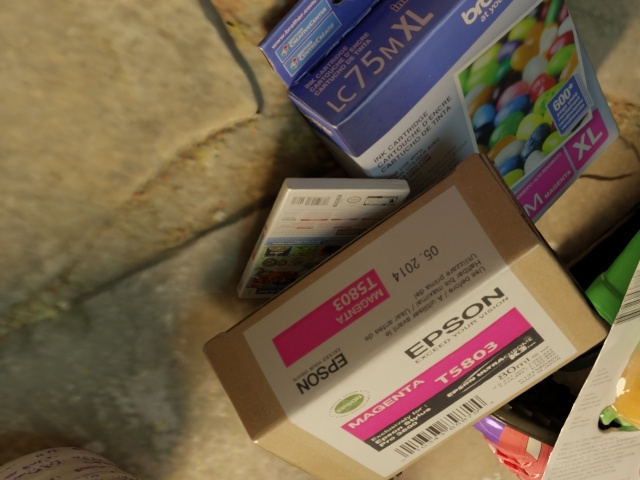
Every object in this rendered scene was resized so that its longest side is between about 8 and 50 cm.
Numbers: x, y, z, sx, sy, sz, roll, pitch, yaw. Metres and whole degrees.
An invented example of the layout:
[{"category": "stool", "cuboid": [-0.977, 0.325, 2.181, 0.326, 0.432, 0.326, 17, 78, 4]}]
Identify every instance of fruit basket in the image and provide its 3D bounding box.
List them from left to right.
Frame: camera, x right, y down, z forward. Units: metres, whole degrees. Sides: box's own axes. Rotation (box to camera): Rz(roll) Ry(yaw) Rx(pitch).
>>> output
[{"category": "fruit basket", "cuboid": [0.318, 0.117, 1.170, 0.327, 0.165, 0.353, -8, 134, -32]}]

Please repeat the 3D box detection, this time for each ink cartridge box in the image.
[{"category": "ink cartridge box", "cuboid": [0.066, 0.070, 0.977, 0.235, 0.088, 0.193, -35, 149, 9]}, {"category": "ink cartridge box", "cuboid": [0.095, -0.101, 0.959, 0.186, 0.065, 0.311, -46, 141, -4]}]

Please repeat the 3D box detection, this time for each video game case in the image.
[{"category": "video game case", "cuboid": [0.000, 0.000, 0.939, 0.087, 0.011, 0.122, -1, 143, -23]}]

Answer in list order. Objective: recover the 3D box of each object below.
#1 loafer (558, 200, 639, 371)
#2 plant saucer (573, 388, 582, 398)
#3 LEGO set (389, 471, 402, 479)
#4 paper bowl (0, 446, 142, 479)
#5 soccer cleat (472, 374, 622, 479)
[{"category": "loafer", "cuboid": [0.295, 0.010, 1.232, 0.267, 0.096, 0.084, -39, 136, -10]}, {"category": "plant saucer", "cuboid": [0.270, 0.198, 1.425, 0.119, 0.021, 0.119, -26, 138, -26]}, {"category": "LEGO set", "cuboid": [0.050, 0.240, 1.247, 0.054, 0.023, 0.083, 12, 99, -57]}, {"category": "paper bowl", "cuboid": [-0.176, 0.290, 0.900, 0.284, 0.148, 0.284, -42, 148, -35]}, {"category": "soccer cleat", "cuboid": [0.214, 0.196, 1.290, 0.318, 0.108, 0.116, 24, 115, -45]}]
